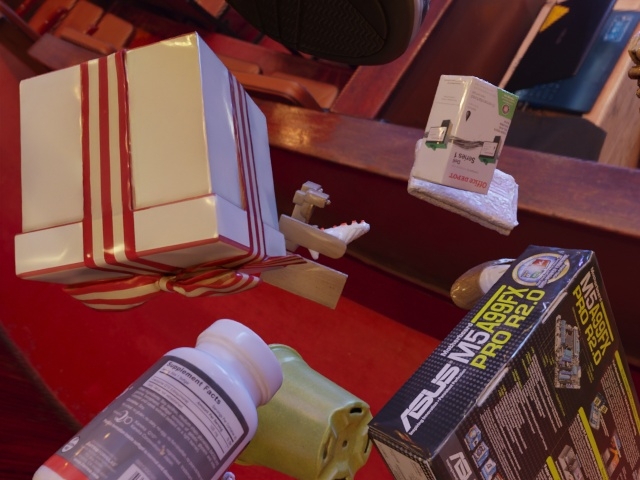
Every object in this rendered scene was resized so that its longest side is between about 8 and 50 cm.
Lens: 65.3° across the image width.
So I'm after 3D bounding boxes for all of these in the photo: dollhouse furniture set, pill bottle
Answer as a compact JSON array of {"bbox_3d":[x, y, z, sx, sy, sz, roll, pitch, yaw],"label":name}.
[{"bbox_3d":[0.000,0.000,0.802,0.123,0.151,0.144,22,105,4],"label":"dollhouse furniture set"},{"bbox_3d":[-0.233,0.307,0.801,0.210,0.210,0.363,14,39,32],"label":"pill bottle"}]

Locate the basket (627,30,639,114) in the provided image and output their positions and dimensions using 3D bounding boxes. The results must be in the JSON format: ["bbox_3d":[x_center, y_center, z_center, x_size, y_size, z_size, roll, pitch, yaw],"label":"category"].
[{"bbox_3d":[0.376,-0.074,0.355,0.213,0.299,0.223,-13,92,42],"label":"basket"}]

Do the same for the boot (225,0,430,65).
[{"bbox_3d":[-0.006,-0.334,0.457,0.377,0.138,0.284,35,64,21],"label":"boot"}]

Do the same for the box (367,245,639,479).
[{"bbox_3d":[0.176,0.175,0.401,0.216,0.270,0.060,-40,24,-27],"label":"box"}]

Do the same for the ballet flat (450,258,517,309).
[{"bbox_3d":[0.506,0.094,1.282,0.342,0.124,0.116,-11,77,-11],"label":"ballet flat"}]

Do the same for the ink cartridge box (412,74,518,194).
[{"bbox_3d":[0.305,-0.217,1.055,0.092,0.160,0.219,28,108,53],"label":"ink cartridge box"}]

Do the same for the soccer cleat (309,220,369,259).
[{"bbox_3d":[0.047,-0.003,1.292,0.068,0.196,0.076,-12,91,58],"label":"soccer cleat"}]

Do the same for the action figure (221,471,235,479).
[{"bbox_3d":[-0.334,0.591,1.342,0.370,0.276,0.248,-80,15,-68],"label":"action figure"}]

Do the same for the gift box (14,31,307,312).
[{"bbox_3d":[-0.172,-0.052,0.615,0.255,0.276,0.258,-11,77,16],"label":"gift box"}]

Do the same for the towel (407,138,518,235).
[{"bbox_3d":[0.353,-0.135,1.220,0.282,0.049,0.187,22,51,-4],"label":"towel"}]

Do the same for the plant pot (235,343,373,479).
[{"bbox_3d":[-0.036,0.387,1.056,0.254,0.276,0.276,9,66,42],"label":"plant pot"}]
